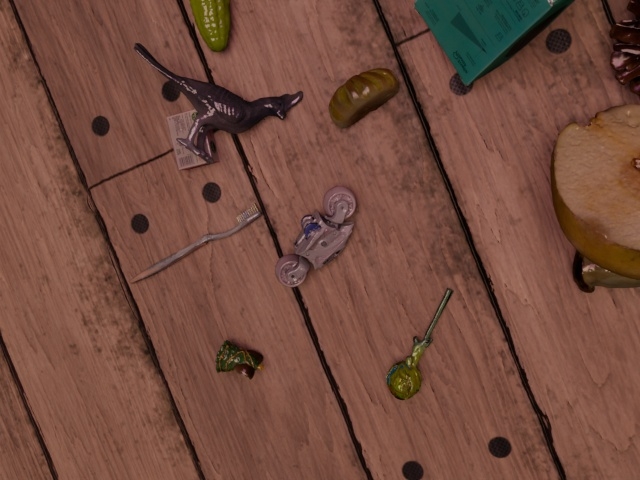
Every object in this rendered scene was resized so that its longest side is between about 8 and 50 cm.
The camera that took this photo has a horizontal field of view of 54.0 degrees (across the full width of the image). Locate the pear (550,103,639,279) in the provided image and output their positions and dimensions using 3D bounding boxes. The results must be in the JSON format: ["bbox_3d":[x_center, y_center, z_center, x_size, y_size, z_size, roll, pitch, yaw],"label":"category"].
[{"bbox_3d":[0.591,-0.056,1.108,0.340,0.191,0.386,-25,51,-5],"label":"pear"}]

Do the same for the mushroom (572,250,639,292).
[{"bbox_3d":[0.644,0.035,1.200,0.312,0.081,0.100,-10,95,13],"label":"mushroom"}]

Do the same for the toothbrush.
[{"bbox_3d":[-0.295,0.017,1.454,0.375,0.028,0.037,-29,83,15],"label":"toothbrush"}]

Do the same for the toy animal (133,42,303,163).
[{"bbox_3d":[-0.240,-0.274,1.349,0.367,0.081,0.206,16,90,-6],"label":"toy animal"}]

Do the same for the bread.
[{"bbox_3d":[0.079,-0.299,1.296,0.157,0.094,0.083,-34,92,23],"label":"bread"}]

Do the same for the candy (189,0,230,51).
[{"bbox_3d":[-0.237,-0.511,1.348,0.097,0.097,0.209,-7,97,14],"label":"candy"}]

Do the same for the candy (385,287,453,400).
[{"bbox_3d":[0.217,0.220,1.340,0.077,0.073,0.262,29,96,36],"label":"candy"}]

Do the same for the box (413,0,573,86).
[{"bbox_3d":[0.312,-0.439,1.110,0.118,0.311,0.205,-30,87,-17],"label":"box"}]

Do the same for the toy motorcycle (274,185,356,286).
[{"bbox_3d":[0.000,0.000,1.353,0.112,0.112,0.254,36,102,7],"label":"toy motorcycle"}]

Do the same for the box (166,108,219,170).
[{"bbox_3d":[-0.288,-0.228,1.416,0.089,0.043,0.125,-10,94,15],"label":"box"}]

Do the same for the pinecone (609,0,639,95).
[{"bbox_3d":[0.626,-0.352,1.100,0.201,0.202,0.229,-1,94,-19],"label":"pinecone"}]

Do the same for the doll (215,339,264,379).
[{"bbox_3d":[-0.185,0.265,1.425,0.113,0.078,0.076,-1,121,22],"label":"doll"}]
